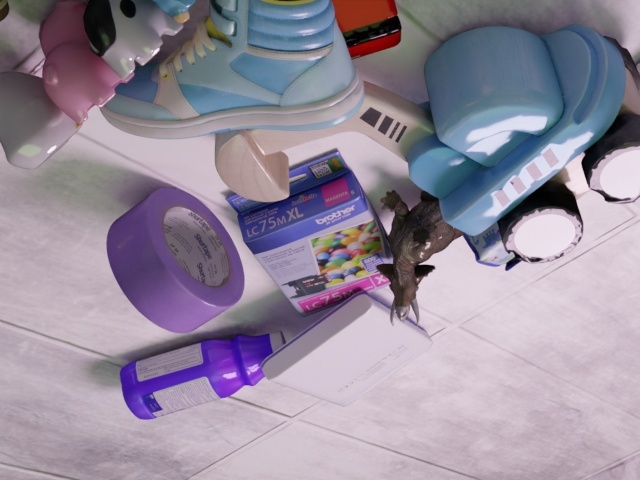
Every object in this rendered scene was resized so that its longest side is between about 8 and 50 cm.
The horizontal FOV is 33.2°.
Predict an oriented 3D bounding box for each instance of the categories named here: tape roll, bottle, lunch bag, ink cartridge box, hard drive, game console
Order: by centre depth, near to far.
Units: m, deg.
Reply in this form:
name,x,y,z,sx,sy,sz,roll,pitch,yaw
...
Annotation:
name,x,y,z,sx,sy,sz,roll,pitch,yaw
game console,0.018,-0.266,1.288,0.144,0.085,0.124,-16,177,3
tape roll,-0.196,0.027,1.467,0.080,0.189,0.189,-34,141,26
ink cartridge box,0.000,0.000,1.618,0.186,0.065,0.311,-21,143,9
lunch bag,0.309,-0.020,1.680,0.129,0.096,0.151,-38,155,26
bottle,-0.193,0.223,1.830,0.283,0.092,0.118,-17,150,3
hard drive,0.054,0.194,1.842,0.210,0.040,0.319,-37,153,10

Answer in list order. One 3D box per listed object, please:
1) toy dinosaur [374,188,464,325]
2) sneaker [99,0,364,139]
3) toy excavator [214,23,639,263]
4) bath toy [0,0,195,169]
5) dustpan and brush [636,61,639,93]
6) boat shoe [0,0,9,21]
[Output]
name,x,y,z,sx,sy,sz,roll,pitch,yaw
toy dinosaur,0.174,-0.033,1.596,0.313,0.121,0.160,-49,158,-12
sneaker,-0.120,-0.228,1.200,0.319,0.127,0.208,-3,131,13
toy excavator,0.147,-0.148,1.373,0.445,0.222,0.433,29,129,-28
bath toy,-0.255,-0.216,1.163,0.129,0.151,0.348,46,124,-11
dustpan and brush,0.443,-0.186,1.515,0.211,0.060,0.147,-25,144,14
boat shoe,-0.425,-0.251,1.112,0.190,0.068,0.072,-17,134,-14
